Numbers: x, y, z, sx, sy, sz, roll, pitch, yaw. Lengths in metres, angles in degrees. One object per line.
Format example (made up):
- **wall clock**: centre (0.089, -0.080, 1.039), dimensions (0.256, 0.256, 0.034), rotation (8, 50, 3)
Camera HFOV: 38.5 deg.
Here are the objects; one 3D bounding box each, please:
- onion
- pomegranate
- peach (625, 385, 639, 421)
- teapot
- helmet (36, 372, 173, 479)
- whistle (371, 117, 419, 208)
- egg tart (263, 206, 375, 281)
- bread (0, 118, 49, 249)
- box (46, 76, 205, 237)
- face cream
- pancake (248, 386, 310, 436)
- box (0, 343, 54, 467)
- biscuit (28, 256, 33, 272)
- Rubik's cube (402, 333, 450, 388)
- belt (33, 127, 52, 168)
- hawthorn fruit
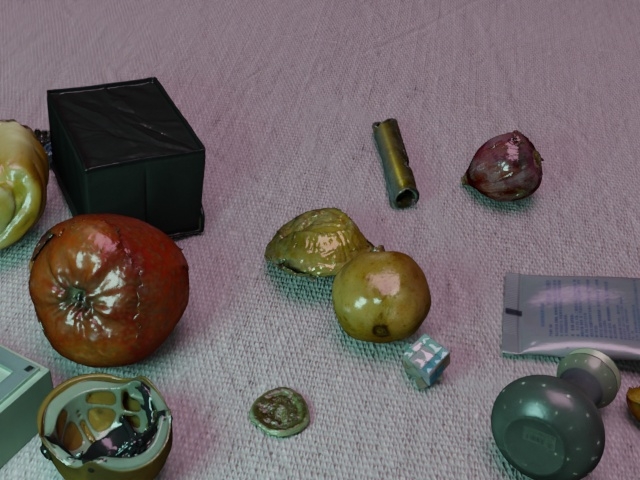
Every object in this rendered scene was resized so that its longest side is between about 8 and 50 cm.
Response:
- **onion**: centre (0.398, -0.155, 2.051), dimensions (0.194, 0.159, 0.159), rotation (-19, 28, 31)
- **pomegranate**: centre (0.110, 0.094, 1.682), dimensions (0.196, 0.196, 0.196), rotation (2, 39, -2)
- **peach**: centre (0.572, 0.285, 1.571), dimensions (0.098, 0.062, 0.098), rotation (-1, 16, 0)
- **teapot**: centre (0.398, 0.273, 1.498), dimensions (0.183, 0.184, 0.251), rotation (26, 34, 26)
- **helmet**: centre (-0.327, 0.312, 1.416), dimensions (0.224, 0.130, 0.198), rotation (24, 38, 38)
- **whistle**: centre (0.172, -0.190, 2.132), dimensions (0.067, 0.057, 0.326), rotation (-1, 39, -6)
- **egg tart**: centre (0.000, 0.000, 1.822), dimensions (0.231, 0.099, 0.252), rotation (1, 21, 10)
- **bread**: centre (-0.694, -0.082, 1.829), dimensions (0.315, 0.211, 0.270), rotation (-13, 49, -7)
- **box**: centre (-0.414, -0.168, 1.929), dimensions (0.251, 0.205, 0.345), rotation (-12, 41, -25)
- **face cream**: centre (0.557, 0.140, 1.722), dimensions (0.420, 0.137, 0.235), rotation (2, 39, 12)
- **pancake**: centre (-0.067, 0.290, 1.551), dimensions (0.108, 0.017, 0.108), rotation (-1, 40, 1)
- **box**: centre (-0.587, 0.263, 1.465), dimensions (0.224, 0.118, 0.225), rotation (21, 42, 21)
- **biscuit**: centre (-0.490, 0.063, 1.791), dimensions (0.184, 0.027, 0.133), rotation (13, 34, 10)
- **Rubik's cube**: centre (0.186, 0.214, 1.625), dimensions (0.075, 0.073, 0.084), rotation (-29, 51, -11)
- **belt**: centre (-0.562, -0.226, 2.124), dimensions (0.179, 0.065, 0.100), rotation (-17, 52, -26)
- **hawthorn fruit**: centre (-0.345, 0.074, 1.624), dimensions (0.276, 0.276, 0.307), rotation (26, 26, 25)
